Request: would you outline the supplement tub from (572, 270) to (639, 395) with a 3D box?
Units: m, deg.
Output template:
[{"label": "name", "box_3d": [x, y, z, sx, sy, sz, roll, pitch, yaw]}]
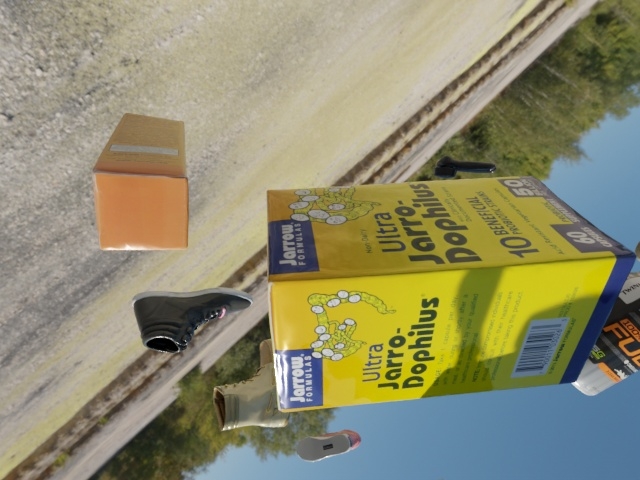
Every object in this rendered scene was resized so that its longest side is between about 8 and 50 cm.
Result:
[{"label": "supplement tub", "box_3d": [0.709, 0.209, 1.004, 0.316, 0.193, 0.194, -45, 175, 21]}]

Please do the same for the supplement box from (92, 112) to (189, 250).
[{"label": "supplement box", "box_3d": [-0.183, -0.074, 0.452, 0.081, 0.233, 0.077, -1, 118, -20]}]

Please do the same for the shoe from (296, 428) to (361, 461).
[{"label": "shoe", "box_3d": [0.024, 0.571, 1.174, 0.178, 0.063, 0.081, -23, 155, 25]}]

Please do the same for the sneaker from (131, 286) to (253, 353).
[{"label": "sneaker", "box_3d": [-0.307, 0.203, 1.047, 0.296, 0.146, 0.104, 1, 143, -26]}]

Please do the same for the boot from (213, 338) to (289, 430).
[{"label": "boot", "box_3d": [-0.205, 0.408, 1.217, 0.204, 0.261, 0.095, 8, 143, -28]}]

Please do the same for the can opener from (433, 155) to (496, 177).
[{"label": "can opener", "box_3d": [0.452, -0.229, 1.319, 0.059, 0.186, 0.073, -1, 96, -66]}]

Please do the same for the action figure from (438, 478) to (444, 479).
[{"label": "action figure", "box_3d": [0.279, 0.795, 1.187, 0.331, 0.178, 0.341, -3, 146, -16]}]

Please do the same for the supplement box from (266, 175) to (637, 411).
[{"label": "supplement box", "box_3d": [0.118, 0.053, 0.511, 0.194, 0.358, 0.195, -102, -170, -57]}]

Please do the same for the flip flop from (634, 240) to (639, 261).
[{"label": "flip flop", "box_3d": [0.639, -0.079, 0.734, 0.112, 0.080, 0.276, -43, 159, -54]}]
